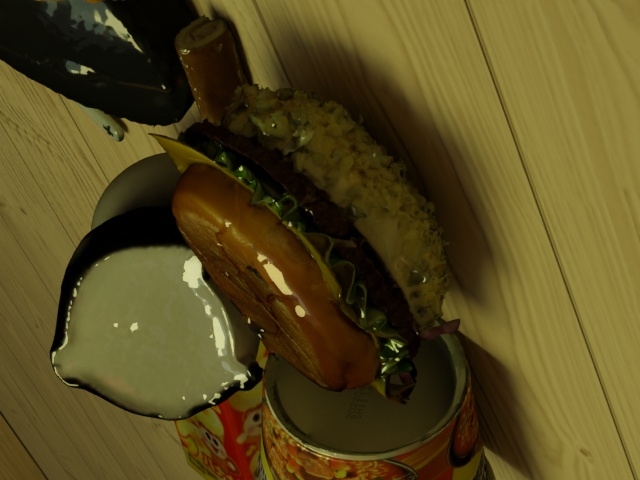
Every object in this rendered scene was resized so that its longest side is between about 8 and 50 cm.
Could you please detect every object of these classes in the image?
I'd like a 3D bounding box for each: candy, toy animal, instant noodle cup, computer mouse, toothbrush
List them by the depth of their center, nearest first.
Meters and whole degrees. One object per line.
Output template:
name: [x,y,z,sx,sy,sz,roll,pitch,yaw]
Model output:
instant noodle cup: [0.039,0.161,1.280,0.213,0.213,0.174,35,148,34]
computer mouse: [-0.225,-0.197,1.297,0.323,0.116,0.183,36,161,31]
toy animal: [-0.121,0.026,1.342,0.165,0.235,0.187,-13,114,17]
toothbrush: [-0.301,-0.191,1.587,0.304,0.030,0.030,42,159,20]
candy: [-0.100,0.158,1.673,0.146,0.088,0.276,34,148,40]

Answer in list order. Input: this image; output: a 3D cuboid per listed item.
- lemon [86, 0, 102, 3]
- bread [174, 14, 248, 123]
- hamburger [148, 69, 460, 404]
lemon: [-0.198,-0.242,1.115,0.187,0.142,0.142,49,161,-15]
bread: [-0.082,-0.130,1.210,0.036,0.047,0.083,36,156,37]
hamburger: [0.000,0.000,1.133,0.243,0.139,0.261,42,163,28]
